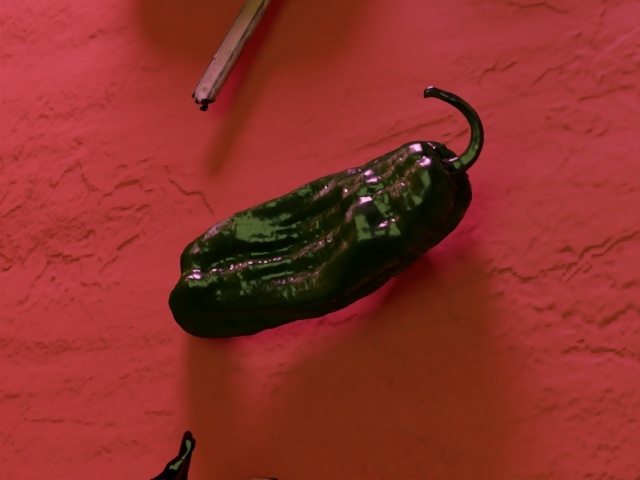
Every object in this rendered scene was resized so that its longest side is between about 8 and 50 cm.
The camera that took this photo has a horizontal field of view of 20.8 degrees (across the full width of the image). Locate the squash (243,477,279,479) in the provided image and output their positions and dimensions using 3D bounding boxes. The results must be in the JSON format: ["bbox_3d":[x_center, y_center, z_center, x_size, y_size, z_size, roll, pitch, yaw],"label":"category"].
[{"bbox_3d":[-0.015,0.251,1.067,0.237,0.155,0.204,-32,93,14],"label":"squash"}]

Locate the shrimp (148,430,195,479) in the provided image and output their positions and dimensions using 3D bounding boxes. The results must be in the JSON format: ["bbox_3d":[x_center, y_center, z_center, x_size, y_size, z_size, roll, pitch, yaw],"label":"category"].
[{"bbox_3d":[-0.159,0.228,1.100,0.117,0.066,0.262,24,93,45],"label":"shrimp"}]

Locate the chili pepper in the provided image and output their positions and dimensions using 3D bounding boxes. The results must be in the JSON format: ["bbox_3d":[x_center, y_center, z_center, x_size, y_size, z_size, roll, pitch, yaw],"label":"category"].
[{"bbox_3d":[0.002,-0.002,1.131,0.257,0.074,0.100,-23,59,21],"label":"chili pepper"}]

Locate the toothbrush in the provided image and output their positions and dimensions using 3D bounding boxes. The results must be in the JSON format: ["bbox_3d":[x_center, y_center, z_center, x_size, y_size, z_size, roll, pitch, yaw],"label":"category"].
[{"bbox_3d":[-0.017,-0.222,1.270,0.026,0.028,0.294,22,82,40],"label":"toothbrush"}]
